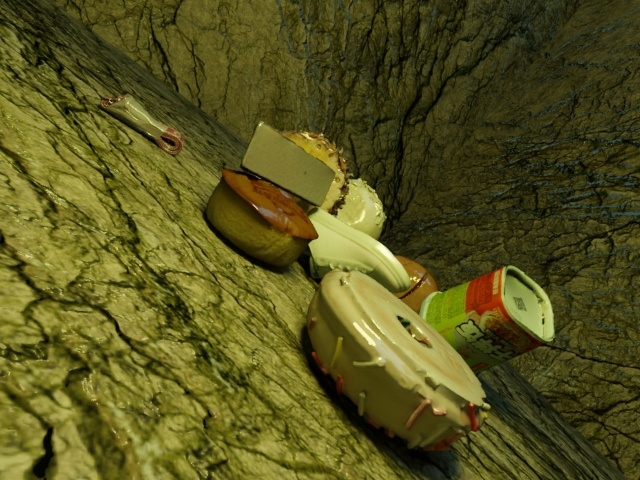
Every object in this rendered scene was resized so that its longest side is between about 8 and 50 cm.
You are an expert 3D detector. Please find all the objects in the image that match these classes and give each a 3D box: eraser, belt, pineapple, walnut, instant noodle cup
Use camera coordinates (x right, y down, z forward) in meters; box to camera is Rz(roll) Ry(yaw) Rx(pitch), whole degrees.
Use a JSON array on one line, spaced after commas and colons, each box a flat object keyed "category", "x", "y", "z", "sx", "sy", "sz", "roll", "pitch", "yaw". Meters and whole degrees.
[{"category": "eraser", "x": -0.074, "y": -0.182, "z": 1.044, "sx": 0.077, "sy": 0.111, "sz": 0.352, "roll": 25, "pitch": 2, "yaw": 39}, {"category": "belt", "x": -0.484, "y": -0.326, "z": 1.131, "sx": 0.232, "sy": 0.071, "sz": 0.053, "roll": 33, "pitch": 18, "yaw": -30}, {"category": "pineapple", "x": -0.071, "y": -0.197, "z": 1.344, "sx": 0.352, "sy": 0.352, "sz": 0.300, "roll": 38, "pitch": 3, "yaw": -6}, {"category": "walnut", "x": 0.319, "y": 0.170, "z": 1.493, "sx": 0.298, "sy": 0.203, "sz": 0.203, "roll": 36, "pitch": 7, "yaw": 30}, {"category": "instant noodle cup", "x": 0.496, "y": 0.241, "z": 1.226, "sx": 0.294, "sy": 0.308, "sz": 0.294, "roll": 19, "pitch": 51, "yaw": -26}]

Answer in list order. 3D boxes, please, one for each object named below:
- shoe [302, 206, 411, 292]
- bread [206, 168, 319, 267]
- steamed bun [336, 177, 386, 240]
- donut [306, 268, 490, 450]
[{"category": "shoe", "x": 0.057, "y": 0.056, "z": 1.086, "sx": 0.363, "sy": 0.160, "sz": 0.132, "roll": 35, "pitch": -17, "yaw": 29}, {"category": "bread", "x": -0.135, "y": -0.055, "z": 0.963, "sx": 0.270, "sy": 0.148, "sz": 0.270, "roll": 34, "pitch": 11, "yaw": -8}, {"category": "steamed bun", "x": 0.123, "y": -0.109, "z": 1.693, "sx": 0.334, "sy": 0.233, "sz": 0.312, "roll": 60, "pitch": -8, "yaw": 15}, {"category": "donut", "x": 0.128, "y": 0.211, "z": 0.753, "sx": 0.382, "sy": 0.142, "sz": 0.382, "roll": 37, "pitch": 11, "yaw": -8}]
